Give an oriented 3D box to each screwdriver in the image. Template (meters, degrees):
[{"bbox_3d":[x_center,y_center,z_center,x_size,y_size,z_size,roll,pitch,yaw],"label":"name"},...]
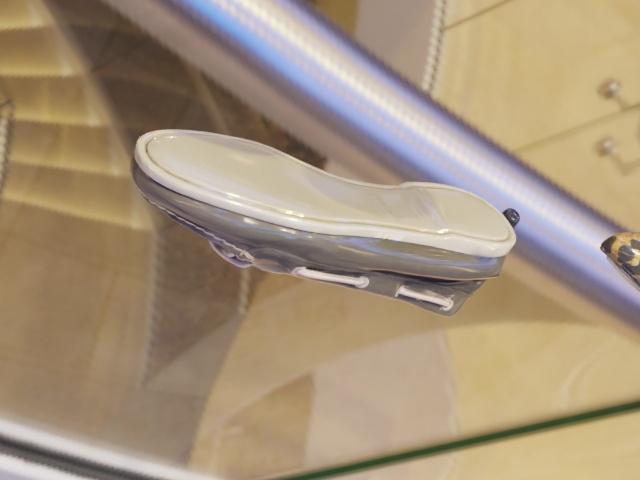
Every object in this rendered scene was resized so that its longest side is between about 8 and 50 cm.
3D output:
[{"bbox_3d":[0.160,0.022,1.742,0.025,0.170,0.024,28,41,-10],"label":"screwdriver"}]

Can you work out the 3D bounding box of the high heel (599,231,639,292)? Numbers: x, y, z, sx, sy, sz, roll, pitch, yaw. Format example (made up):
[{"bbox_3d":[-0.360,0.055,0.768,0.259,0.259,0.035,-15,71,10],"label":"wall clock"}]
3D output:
[{"bbox_3d":[0.378,-0.007,1.398,0.261,0.186,0.093,20,33,-28],"label":"high heel"}]

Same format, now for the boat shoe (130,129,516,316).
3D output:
[{"bbox_3d":[0.000,0.000,1.227,0.335,0.095,0.112,10,31,-33],"label":"boat shoe"}]
